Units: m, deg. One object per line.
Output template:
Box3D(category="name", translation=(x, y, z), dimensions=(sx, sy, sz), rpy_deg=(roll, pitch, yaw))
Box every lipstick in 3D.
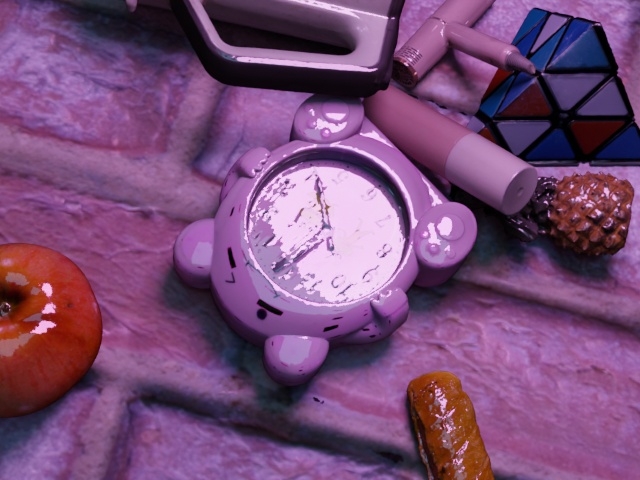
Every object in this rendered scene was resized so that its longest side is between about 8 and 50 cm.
Box3D(category="lipstick", translation=(0.159, -0.120, 1.424), dimensions=(0.070, 0.070, 0.254), rpy_deg=(-42, 52, -16))

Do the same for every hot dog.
Box3D(category="hot dog", translation=(0.177, 0.294, 1.347), dimensions=(0.088, 0.061, 0.286), rpy_deg=(-15, 74, -22))

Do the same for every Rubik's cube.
Box3D(category="Rubik's cube", translation=(0.363, -0.190, 1.531), dimensions=(0.234, 0.284, 0.250), rpy_deg=(33, 36, -13))

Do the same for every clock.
Box3D(category="clock", translation=(0.000, 0.000, 1.403), dimensions=(0.322, 0.113, 0.295), rpy_deg=(-40, 79, -15))

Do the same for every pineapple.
Box3D(category="pineapple", translation=(0.282, -0.051, 1.454), dimensions=(0.237, 0.111, 0.119), rpy_deg=(11, 29, 6))

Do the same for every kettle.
Box3D(category="kettle", translation=(-0.072, -0.352, 1.437), dimensions=(0.377, 0.250, 0.361), rpy_deg=(14, 56, -3))

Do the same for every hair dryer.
Box3D(category="hair dryer", translation=(0.224, -0.278, 1.486), dimensions=(0.195, 0.053, 0.220), rpy_deg=(-48, 37, -19))

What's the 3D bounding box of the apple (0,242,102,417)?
Box3D(category="apple", translation=(-0.362, 0.105, 1.307), dimensions=(0.209, 0.164, 0.209), rpy_deg=(2, 68, -4))
